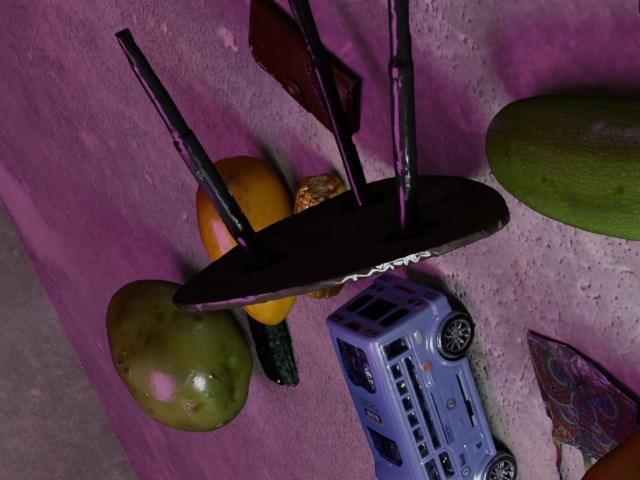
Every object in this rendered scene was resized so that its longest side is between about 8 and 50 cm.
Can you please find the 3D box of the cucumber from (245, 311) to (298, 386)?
[{"bbox_3d":[-0.079,0.128,1.841,0.070,0.046,0.220,48,156,43],"label":"cucumber"}]

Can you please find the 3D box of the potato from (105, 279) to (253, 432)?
[{"bbox_3d":[-0.226,0.175,1.991,0.304,0.216,0.216,47,157,54],"label":"potato"}]

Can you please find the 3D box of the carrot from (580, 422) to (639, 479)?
[{"bbox_3d":[0.273,0.263,1.077,0.159,0.225,0.159,39,146,32],"label":"carrot"}]

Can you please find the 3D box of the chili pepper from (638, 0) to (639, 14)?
[{"bbox_3d":[0.229,-0.225,0.786,0.052,0.050,0.202,28,148,24],"label":"chili pepper"}]

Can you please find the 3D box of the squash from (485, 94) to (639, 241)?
[{"bbox_3d":[0.242,-0.051,0.898,0.395,0.107,0.107,14,131,58],"label":"squash"}]

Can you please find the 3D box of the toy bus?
[{"bbox_3d":[0.112,0.190,1.411,0.125,0.133,0.292,21,136,54],"label":"toy bus"}]

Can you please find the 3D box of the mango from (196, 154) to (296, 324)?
[{"bbox_3d":[-0.084,0.001,1.563,0.112,0.145,0.219,-8,105,26],"label":"mango"}]

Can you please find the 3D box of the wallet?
[{"bbox_3d":[-0.021,-0.186,1.360,0.176,0.026,0.095,45,152,27],"label":"wallet"}]

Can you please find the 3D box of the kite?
[{"bbox_3d":[0.273,0.223,1.284,0.152,0.015,0.285,37,146,47],"label":"kite"}]

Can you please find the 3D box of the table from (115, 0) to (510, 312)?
[{"bbox_3d":[-0.026,-0.107,1.124,0.317,0.317,0.249,9,120,61],"label":"table"}]

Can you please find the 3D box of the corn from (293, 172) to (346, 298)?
[{"bbox_3d":[0.000,0.000,1.492,0.068,0.068,0.207,45,154,30],"label":"corn"}]
